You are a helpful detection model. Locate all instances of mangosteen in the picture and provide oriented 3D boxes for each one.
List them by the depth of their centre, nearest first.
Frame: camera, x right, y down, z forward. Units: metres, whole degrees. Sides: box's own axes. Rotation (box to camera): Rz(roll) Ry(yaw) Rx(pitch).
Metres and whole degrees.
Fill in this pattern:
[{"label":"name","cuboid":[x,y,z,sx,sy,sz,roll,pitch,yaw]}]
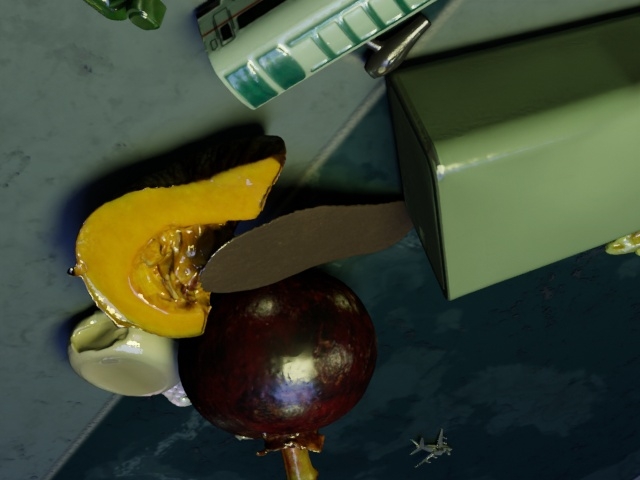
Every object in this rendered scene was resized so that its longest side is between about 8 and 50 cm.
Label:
[{"label":"mangosteen","cuboid":[-0.045,0.164,1.349,0.235,0.261,0.235,-10,177,-1]}]

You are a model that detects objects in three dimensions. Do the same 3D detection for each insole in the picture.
[{"label":"insole","cuboid":[0.000,0.000,1.269,0.327,0.007,0.111,-12,143,-44]}]

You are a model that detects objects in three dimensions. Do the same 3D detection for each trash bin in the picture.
[{"label":"trash bin","cuboid":[0.261,-0.096,1.212,0.343,0.158,0.223,-15,138,-3]}]

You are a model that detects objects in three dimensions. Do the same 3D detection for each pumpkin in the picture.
[{"label":"pumpkin","cuboid":[-0.156,-0.036,1.223,0.163,0.111,0.278,19,126,-14]}]

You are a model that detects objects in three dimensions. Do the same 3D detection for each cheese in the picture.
[{"label":"cheese","cuboid":[-0.213,0.156,1.437,0.137,0.064,0.227,-12,148,21]}]

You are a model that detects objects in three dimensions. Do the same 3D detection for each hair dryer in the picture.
[{"label":"hair dryer","cuboid":[0.057,-0.204,1.137,0.083,0.031,0.079,34,111,-34]}]

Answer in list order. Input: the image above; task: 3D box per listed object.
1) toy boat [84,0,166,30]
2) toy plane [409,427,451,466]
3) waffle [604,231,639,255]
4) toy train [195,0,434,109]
[{"label":"toy boat","cuboid":[-0.205,-0.245,0.968,0.104,0.052,0.210,-6,153,40]},{"label":"toy plane","cuboid":[0.174,0.320,1.802,0.084,0.024,0.078,18,112,-34]},{"label":"waffle","cuboid":[0.460,-0.056,1.418,0.207,0.054,0.214,2,133,-15]},{"label":"toy train","cuboid":[0.083,-0.255,1.030,0.407,0.088,0.086,-29,139,16]}]
